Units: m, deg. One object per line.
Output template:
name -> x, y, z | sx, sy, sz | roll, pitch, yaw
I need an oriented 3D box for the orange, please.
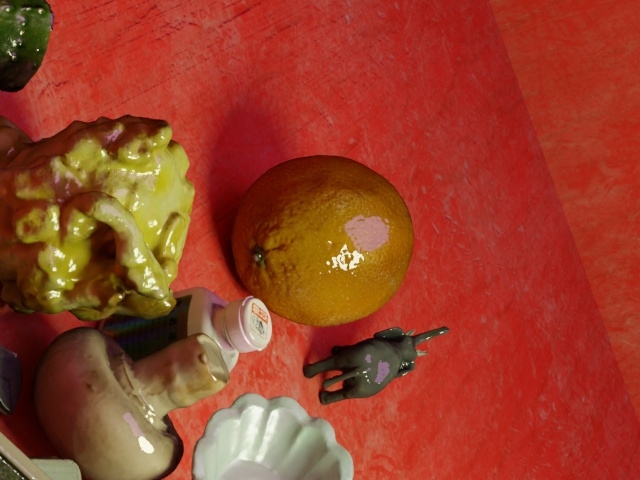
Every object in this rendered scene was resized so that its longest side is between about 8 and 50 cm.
orange -> 0.000, 0.000, 2.312 | 0.264, 0.264, 0.264 | 40, 42, -49

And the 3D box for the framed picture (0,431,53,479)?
framed picture -> -0.355, 0.338, 1.573 | 0.240, 0.020, 0.324 | 50, 45, -26

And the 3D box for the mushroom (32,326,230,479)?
mushroom -> -0.222, 0.174, 1.812 | 0.206, 0.209, 0.206 | 28, 30, -19

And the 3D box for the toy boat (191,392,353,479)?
toy boat -> -0.066, 0.310, 1.803 | 0.199, 0.100, 0.290 | 20, 45, -12

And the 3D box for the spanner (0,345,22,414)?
spanner -> -0.402, 0.046, 1.735 | 0.325, 0.026, 0.093 | 66, 29, -14

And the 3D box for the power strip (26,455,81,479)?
power strip -> -0.333, 0.322, 1.670 | 0.213, 0.064, 0.198 | 10, 69, -49

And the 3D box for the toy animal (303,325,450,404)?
toy animal -> 0.082, 0.185, 2.492 | 0.269, 0.137, 0.082 | -20, 91, -56

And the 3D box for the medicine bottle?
medicine bottle -> -0.165, 0.119, 1.942 | 0.078, 0.219, 0.115 | 39, 44, -49

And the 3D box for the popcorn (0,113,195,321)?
popcorn -> -0.265, -0.029, 1.802 | 0.293, 0.293, 0.237 | 27, 71, -56

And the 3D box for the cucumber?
cucumber -> -0.413, -0.234, 1.768 | 0.244, 0.134, 0.134 | -2, 77, -60
